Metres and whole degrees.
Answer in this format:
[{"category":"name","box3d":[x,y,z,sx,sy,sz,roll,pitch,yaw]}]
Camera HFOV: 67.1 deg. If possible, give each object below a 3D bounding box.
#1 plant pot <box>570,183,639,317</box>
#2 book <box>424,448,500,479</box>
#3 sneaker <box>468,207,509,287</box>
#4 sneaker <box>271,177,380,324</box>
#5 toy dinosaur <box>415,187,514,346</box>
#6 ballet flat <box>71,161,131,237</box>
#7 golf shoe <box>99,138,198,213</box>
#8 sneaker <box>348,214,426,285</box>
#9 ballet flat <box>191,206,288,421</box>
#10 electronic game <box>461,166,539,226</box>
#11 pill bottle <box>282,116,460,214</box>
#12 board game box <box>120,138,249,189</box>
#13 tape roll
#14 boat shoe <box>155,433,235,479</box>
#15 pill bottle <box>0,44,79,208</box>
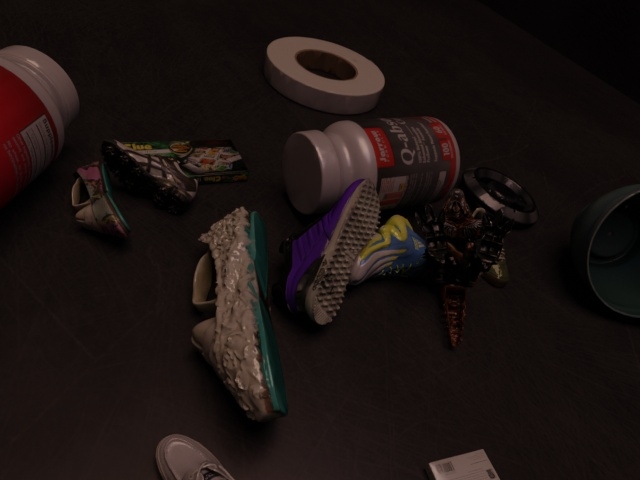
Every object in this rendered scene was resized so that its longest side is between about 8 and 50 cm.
[{"category":"plant pot","box3d":[0.703,0.002,1.101,0.293,0.293,0.196,15,15,-5]},{"category":"book","box3d":[0.220,0.374,0.672,0.096,0.035,0.144,-3,46,-20]},{"category":"sneaker","box3d":[0.377,0.006,1.086,0.064,0.086,0.192,2,44,-20]},{"category":"sneaker","box3d":[0.000,0.000,0.880,0.146,0.102,0.293,10,60,35]},{"category":"toy dinosaur","box3d":[0.277,0.035,0.947,0.164,0.218,0.322,-15,62,0]},{"category":"ballet flat","box3d":[-0.411,-0.067,0.885,0.079,0.077,0.221,-24,50,-16]},{"category":"golf shoe","box3d":[-0.334,-0.139,0.954,0.198,0.077,0.094,39,45,-16]},{"category":"sneaker","box3d":[0.147,0.035,0.966,0.126,0.091,0.240,36,46,12]},{"category":"ballet flat","box3d":[-0.137,0.112,0.770,0.147,0.147,0.409,5,40,-16]},{"category":"electronic game","box3d":[0.481,-0.121,1.292,0.229,0.048,0.229,17,39,-15]},{"category":"pill bottle","box3d":[0.114,-0.164,1.077,0.363,0.210,0.210,-11,50,-30]},{"category":"board game box","box3d":[-0.302,-0.173,1.065,0.259,0.030,0.136,-8,50,-28]},{"category":"tape roll","box3d":[0.014,-0.533,1.541,0.392,0.072,0.392,11,41,-10]},{"category":"boat shoe","box3d":[-0.134,0.303,0.588,0.066,0.063,0.184,-25,58,-39]},{"category":"pill bottle","box3d":[-0.588,-0.168,0.799,0.229,0.229,0.408,17,41,-3]}]
